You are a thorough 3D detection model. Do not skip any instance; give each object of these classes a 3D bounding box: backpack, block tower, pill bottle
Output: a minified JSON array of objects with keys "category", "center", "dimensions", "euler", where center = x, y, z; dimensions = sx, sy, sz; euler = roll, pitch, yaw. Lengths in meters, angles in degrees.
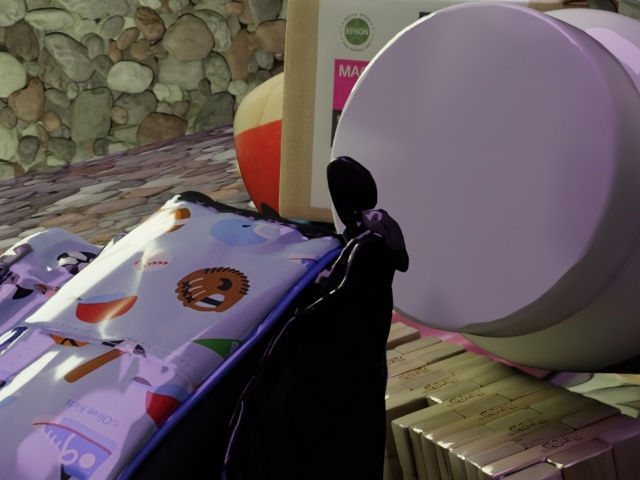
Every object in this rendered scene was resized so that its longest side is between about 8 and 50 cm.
[{"category":"backpack","center":[-0.085,0.128,0.596],"dimensions":[0.213,0.276,0.263],"euler":[7,31,23]},{"category":"block tower","center":[0.079,0.125,0.836],"dimensions":[0.091,0.097,0.335],"euler":[-17,15,-20]},{"category":"pill bottle","center":[0.177,-0.023,0.879],"dimensions":[0.210,0.210,0.363],"euler":[-3,-6,37]}]

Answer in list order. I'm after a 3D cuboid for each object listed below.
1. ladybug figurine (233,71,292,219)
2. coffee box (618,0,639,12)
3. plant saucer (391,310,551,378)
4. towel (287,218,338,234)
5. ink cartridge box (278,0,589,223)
[{"category":"ladybug figurine","center":[0.103,-0.066,1.375],"dimensions":[0.449,0.162,0.305],"euler":[-4,-20,37]},{"category":"coffee box","center":[0.434,-0.211,0.839],"dimensions":[0.334,0.338,0.338],"euler":[18,11,-37]},{"category":"plant saucer","center":[0.038,0.064,1.168],"dimensions":[0.332,0.084,0.332],"euler":[-12,12,2]},{"category":"towel","center":[0.000,0.000,1.225],"dimensions":[0.067,0.029,0.119],"euler":[-14,12,-12]},{"category":"ink cartridge box","center":[0.089,-0.105,1.180],"dimensions":[0.234,0.193,0.088],"euler":[6,10,24]}]
